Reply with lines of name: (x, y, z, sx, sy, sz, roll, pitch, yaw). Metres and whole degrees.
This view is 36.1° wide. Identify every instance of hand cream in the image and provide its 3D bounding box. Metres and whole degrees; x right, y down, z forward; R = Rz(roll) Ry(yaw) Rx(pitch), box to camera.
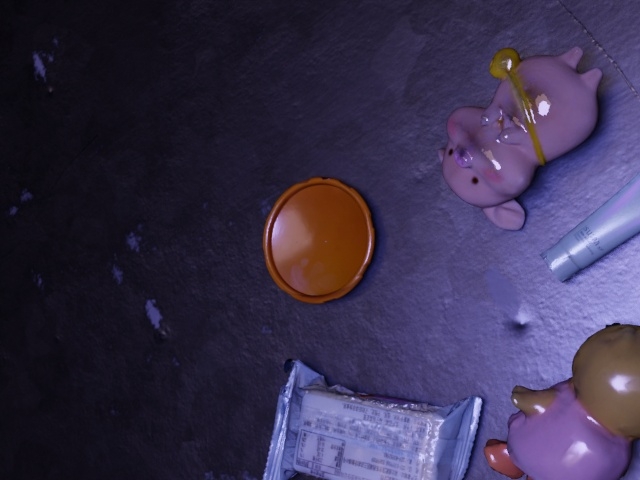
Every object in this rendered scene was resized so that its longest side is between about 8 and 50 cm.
hand cream: (0.382, -0.022, 1.276, 0.205, 0.050, 0.078, -39, 68, 15)

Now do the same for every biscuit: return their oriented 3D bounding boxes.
biscuit: (0.067, 0.280, 1.391, 0.309, 0.079, 0.186, 6, 85, 29)

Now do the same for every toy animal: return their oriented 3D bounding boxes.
toy animal: (0.341, 0.209, 1.206, 0.195, 0.169, 0.281, 36, 98, -17)
toy animal: (0.263, -0.152, 1.303, 0.248, 0.149, 0.165, -46, 52, 24)

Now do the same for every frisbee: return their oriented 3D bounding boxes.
frisbee: (0.000, 0.000, 1.484, 0.192, 0.035, 0.192, -4, 82, 29)
